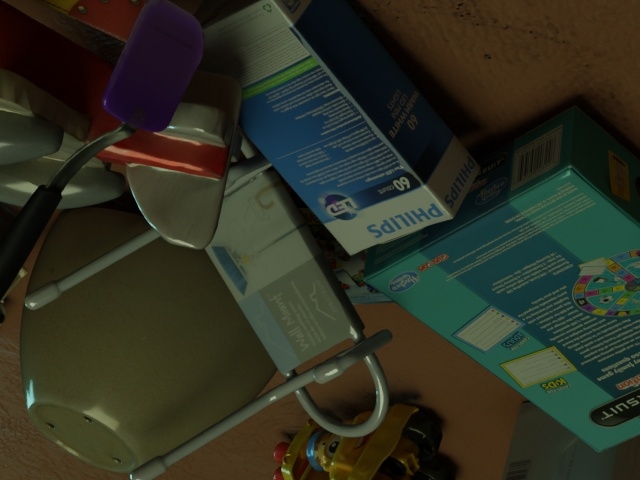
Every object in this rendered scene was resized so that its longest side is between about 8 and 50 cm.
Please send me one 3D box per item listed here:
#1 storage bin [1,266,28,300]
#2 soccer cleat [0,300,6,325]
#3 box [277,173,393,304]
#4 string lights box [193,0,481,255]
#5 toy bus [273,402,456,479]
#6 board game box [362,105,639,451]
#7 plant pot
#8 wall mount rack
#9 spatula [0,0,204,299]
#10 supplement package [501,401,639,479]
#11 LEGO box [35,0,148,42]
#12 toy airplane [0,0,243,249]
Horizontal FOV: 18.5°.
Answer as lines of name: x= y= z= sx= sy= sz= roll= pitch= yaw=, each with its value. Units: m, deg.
storage bin: x=-0.483 y=0.034 z=2.100 sx=0.260 sy=0.123 sz=0.262 roll=44 pitch=141 yaw=-4
soccer cleat: x=-0.394 y=0.097 z=2.239 sx=0.076 sy=0.068 sz=0.196 roll=11 pitch=141 yaw=6
box: x=0.000 y=0.000 z=1.944 sx=0.233 sy=0.044 sz=0.159 roll=-4 pitch=139 yaw=29
string lights box: x=0.006 y=-0.115 z=1.723 sx=0.133 sy=0.077 sz=0.259 roll=-20 pitch=119 yaw=42
toy bus: x=0.028 y=0.268 z=2.226 sx=0.211 sy=0.149 sz=0.220 roll=19 pitch=146 yaw=29
board game box: x=0.248 y=0.046 z=1.826 sx=0.336 sy=0.079 sz=0.254 roll=36 pitch=134 yaw=-28
plant pot: x=-0.200 y=0.128 z=2.039 sx=0.284 sy=0.191 sz=0.284 roll=21 pitch=151 yaw=12
wall mount rack: x=-0.103 y=0.069 z=1.870 sx=0.304 sy=0.130 sz=0.350 roll=-31 pitch=89 yaw=39
spatula: x=-0.184 y=-0.051 z=1.484 sx=0.030 sy=0.296 sz=0.084 roll=47 pitch=-166 yaw=33
supplement package: x=0.301 y=0.295 z=2.069 sx=0.149 sy=0.194 sz=0.203 roll=-14 pitch=133 yaw=38
LEGO box: x=-0.280 y=-0.404 z=1.406 sx=0.500 sy=0.193 sz=0.372 roll=24 pitch=145 yaw=-7
toy airplane: x=-0.255 y=-0.092 z=1.664 sx=0.386 sy=0.272 sz=0.384 roll=36 pitch=175 yaw=-41
